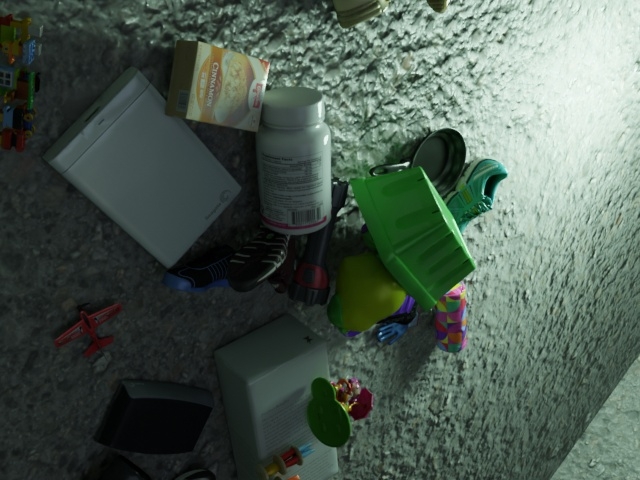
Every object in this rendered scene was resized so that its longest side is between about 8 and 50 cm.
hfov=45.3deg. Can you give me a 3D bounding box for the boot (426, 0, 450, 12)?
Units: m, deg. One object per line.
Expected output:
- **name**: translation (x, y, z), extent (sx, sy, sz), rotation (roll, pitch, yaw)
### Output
- **boot**: translation (0.315, -0.662, 1.726), extent (0.206, 0.090, 0.249), rotation (-30, 125, -23)

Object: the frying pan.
- **frying pan**: translation (0.249, -0.172, 1.965), extent (0.326, 0.053, 0.197), rotation (-30, 129, -23)

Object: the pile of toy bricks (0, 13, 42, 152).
- **pile of toy bricks**: translation (-0.519, -0.250, 1.236), extent (0.105, 0.118, 0.212), rotation (10, 119, -10)

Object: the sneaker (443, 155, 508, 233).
- **sneaker**: translation (0.413, -0.104, 2.102), extent (0.107, 0.110, 0.275), rotation (27, 94, -46)

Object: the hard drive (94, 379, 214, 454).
- **hard drive**: translation (-0.366, 0.409, 1.746), extent (0.254, 0.054, 0.172), rotation (20, 98, -45)

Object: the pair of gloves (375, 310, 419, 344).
- **pair of gloves**: translation (0.220, 0.202, 2.164), extent (0.159, 0.023, 0.198), rotation (-16, 121, -32)

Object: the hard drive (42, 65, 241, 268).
- **hard drive**: translation (-0.330, -0.129, 1.491), extent (0.233, 0.047, 0.353), rotation (-49, 135, -10)

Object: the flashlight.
- **flashlight**: translation (0.000, 0.000, 1.818), extent (0.103, 0.103, 0.304), rotation (4, 106, -37)

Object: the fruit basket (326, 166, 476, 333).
- **fruit basket**: translation (0.157, 0.044, 1.844), extent (0.391, 0.283, 0.392), rotation (-14, 148, -9)

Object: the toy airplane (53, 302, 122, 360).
- **toy airplane**: translation (-0.463, 0.184, 1.558), extent (0.151, 0.028, 0.151), rotation (-20, 125, -31)

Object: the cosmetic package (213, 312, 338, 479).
- **cosmetic package**: translation (-0.103, 0.437, 1.912), extent (0.230, 0.161, 0.454), rotation (-25, 127, -30)

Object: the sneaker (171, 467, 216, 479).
- **sneaker**: translation (-0.358, 0.666, 1.857), extent (0.271, 0.108, 0.100), rotation (-39, 131, -20)

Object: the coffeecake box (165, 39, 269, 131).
- **coffeecake box**: translation (-0.195, -0.293, 1.472), extent (0.185, 0.068, 0.143), rotation (2, 101, -49)

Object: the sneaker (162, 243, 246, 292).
- **sneaker**: translation (-0.238, 0.054, 1.645), extent (0.232, 0.081, 0.091), rotation (-3, 110, -52)

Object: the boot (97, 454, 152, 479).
- **boot**: translation (-0.564, 0.645, 1.635), extent (0.445, 0.146, 0.367), rotation (-41, 141, -12)

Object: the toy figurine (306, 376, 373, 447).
- **toy figurine**: translation (0.060, 0.389, 1.861), extent (0.159, 0.130, 0.173), rotation (-19, 100, -50)

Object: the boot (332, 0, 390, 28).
- **boot**: translation (0.107, -0.586, 1.584), extent (0.262, 0.095, 0.203), rotation (-43, 133, -12)

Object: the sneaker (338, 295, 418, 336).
- **sneaker**: translation (0.184, 0.182, 2.040), extent (0.293, 0.102, 0.146), rotation (-39, 116, -17)

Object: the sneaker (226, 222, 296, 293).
- **sneaker**: translation (-0.108, 0.069, 1.674), extent (0.281, 0.106, 0.163), rotation (-56, 146, -52)

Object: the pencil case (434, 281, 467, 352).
- **pencil case**: translation (0.381, 0.218, 2.262), extent (0.104, 0.104, 0.237), rotation (-28, 126, -27)

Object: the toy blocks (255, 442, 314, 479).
- **toy blocks**: translation (-0.079, 0.556, 1.843), extent (0.148, 0.054, 0.123), rotation (-20, 123, -31)

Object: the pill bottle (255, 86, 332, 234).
- **pill bottle**: translation (-0.056, -0.170, 1.624), extent (0.160, 0.160, 0.283), rotation (-21, 125, -32)
